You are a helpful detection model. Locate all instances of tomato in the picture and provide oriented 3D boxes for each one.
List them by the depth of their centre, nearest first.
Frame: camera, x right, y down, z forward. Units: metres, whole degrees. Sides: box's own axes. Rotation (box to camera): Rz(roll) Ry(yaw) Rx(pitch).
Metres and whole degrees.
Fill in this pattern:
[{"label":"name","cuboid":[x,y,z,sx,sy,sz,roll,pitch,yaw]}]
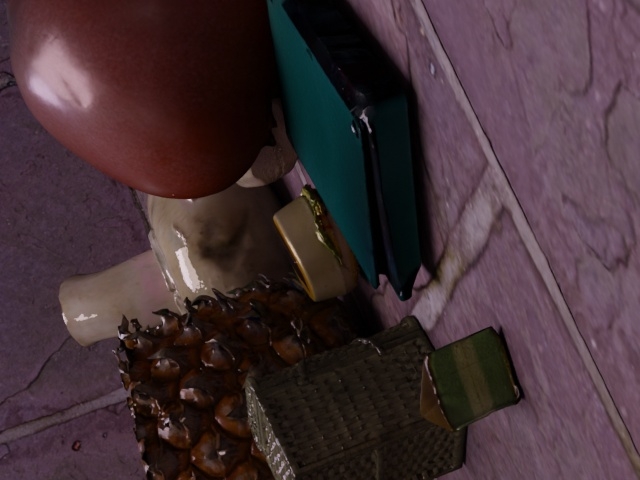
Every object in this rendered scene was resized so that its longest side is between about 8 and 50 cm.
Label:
[{"label":"tomato","cuboid":[-0.186,-0.206,1.596,0.321,0.321,0.321,160,90,-79]}]

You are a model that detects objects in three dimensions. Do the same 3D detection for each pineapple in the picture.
[{"label":"pineapple","cuboid":[-0.072,0.206,1.783,0.352,0.300,0.352,157,90,-89]}]

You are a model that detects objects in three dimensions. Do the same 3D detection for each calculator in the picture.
[{"label":"calculator","cuboid":[0.024,-0.110,1.433,0.274,0.058,0.248,-121,17,-44]}]

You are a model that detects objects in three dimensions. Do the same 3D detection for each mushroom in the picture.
[{"label":"mushroom","cuboid":[-0.159,0.040,2.088,0.356,0.315,0.315,-31,77,43]}]

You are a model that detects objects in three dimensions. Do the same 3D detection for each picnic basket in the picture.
[{"label":"picnic basket","cuboid":[0.033,0.184,1.550,0.134,0.196,0.154,85,162,-54]}]

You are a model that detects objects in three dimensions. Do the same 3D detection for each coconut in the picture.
[{"label":"coconut","cuboid":[-0.082,-0.133,1.801,0.110,0.110,0.124,-139,28,-67]}]

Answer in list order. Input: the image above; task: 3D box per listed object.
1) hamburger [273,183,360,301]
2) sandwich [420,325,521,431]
[{"label":"hamburger","cuboid":[0.000,0.000,1.682,0.141,0.081,0.126,66,174,-30]},{"label":"sandwich","cuboid":[0.123,0.120,1.331,0.116,0.074,0.074,180,68,-79]}]
